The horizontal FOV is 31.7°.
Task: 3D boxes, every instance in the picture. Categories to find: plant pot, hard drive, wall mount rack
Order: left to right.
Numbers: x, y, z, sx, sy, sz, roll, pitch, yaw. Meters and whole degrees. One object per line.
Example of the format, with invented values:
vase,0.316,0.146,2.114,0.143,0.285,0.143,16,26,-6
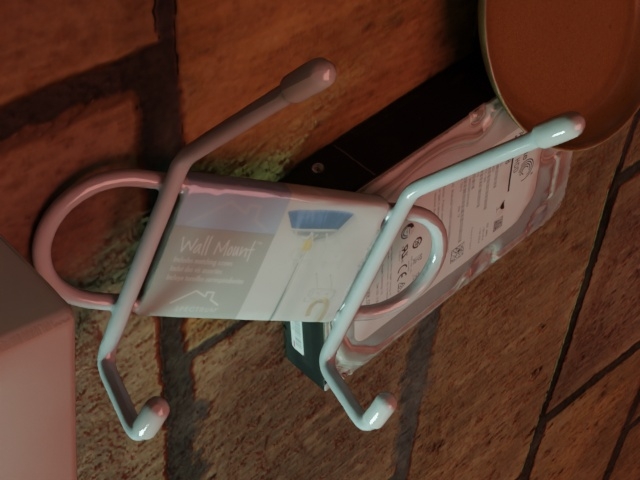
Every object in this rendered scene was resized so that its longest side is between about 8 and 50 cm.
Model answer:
wall mount rack,0.000,0.000,0.769,0.350,0.130,0.304,5,124,-36
hard drive,0.107,-0.037,1.021,0.339,0.064,0.237,-35,145,-27
plant pot,0.211,-0.195,0.950,0.236,0.032,0.236,-9,106,-36

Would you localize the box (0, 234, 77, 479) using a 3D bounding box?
box,-0.250,0.134,0.576,0.168,0.215,0.345,-26,139,-36
